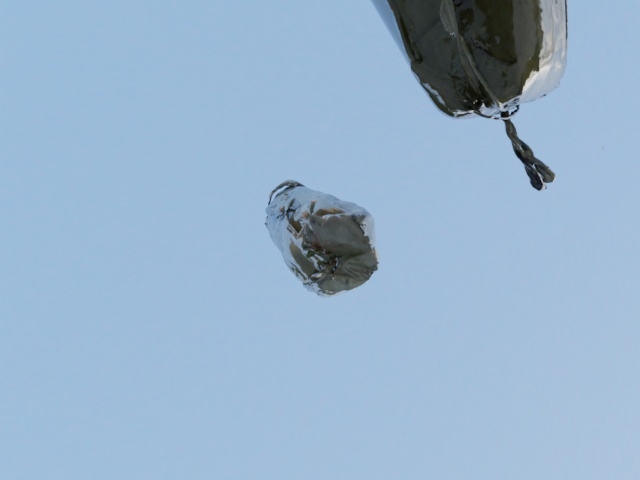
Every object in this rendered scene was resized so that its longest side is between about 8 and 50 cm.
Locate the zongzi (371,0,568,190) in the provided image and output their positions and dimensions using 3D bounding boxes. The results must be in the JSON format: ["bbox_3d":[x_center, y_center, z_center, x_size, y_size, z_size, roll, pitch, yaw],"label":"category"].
[{"bbox_3d":[0.097,-0.143,0.676,0.178,0.081,0.189,-36,-108,23],"label":"zongzi"}]

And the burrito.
[{"bbox_3d":[0.000,0.000,0.776,0.041,0.149,0.055,-20,-83,-6],"label":"burrito"}]
